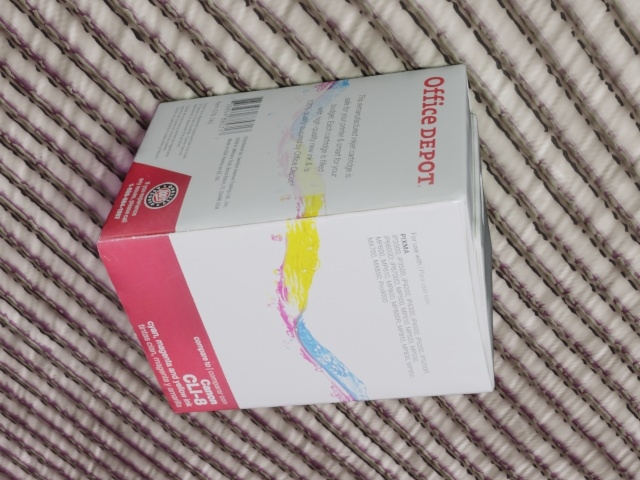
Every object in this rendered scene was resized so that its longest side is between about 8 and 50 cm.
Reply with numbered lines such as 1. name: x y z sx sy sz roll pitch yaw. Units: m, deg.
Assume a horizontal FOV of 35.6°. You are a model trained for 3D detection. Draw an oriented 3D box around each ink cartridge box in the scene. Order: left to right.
1. ink cartridge box: 0.000 0.000 0.526 0.176 0.128 0.127 -6 127 14
